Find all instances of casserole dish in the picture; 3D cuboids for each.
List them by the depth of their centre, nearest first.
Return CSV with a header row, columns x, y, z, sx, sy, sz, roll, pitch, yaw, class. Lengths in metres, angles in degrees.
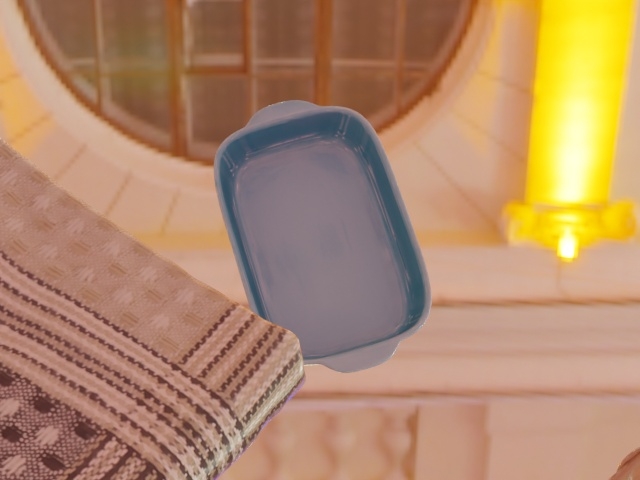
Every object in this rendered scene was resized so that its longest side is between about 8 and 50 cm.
x,y,z,sx,sy,sz,roll,pitch,yaw,class
0.000,0.000,1.014,0.114,0.037,0.188,-16,-111,-7,casserole dish

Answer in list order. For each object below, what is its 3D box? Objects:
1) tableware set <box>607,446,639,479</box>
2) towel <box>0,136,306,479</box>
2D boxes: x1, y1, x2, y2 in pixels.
x,y,z,sx,sy,sz,roll,pitch,yaw,class
0.304,0.185,1.157,0.141,0.168,0.020,-33,-152,19,tableware set
-0.210,0.031,0.527,0.324,0.056,0.312,35,-131,17,towel
